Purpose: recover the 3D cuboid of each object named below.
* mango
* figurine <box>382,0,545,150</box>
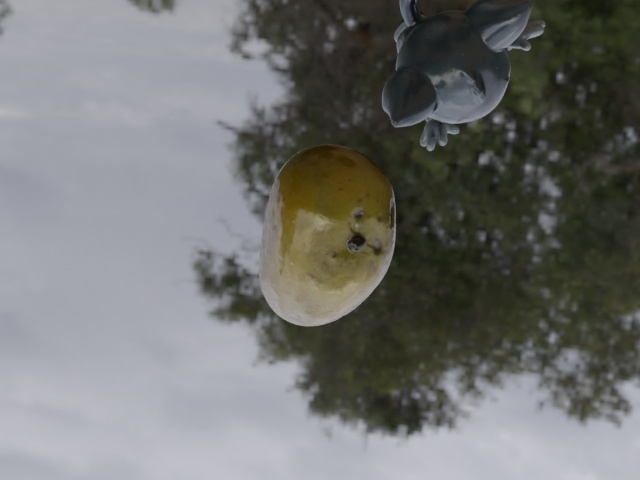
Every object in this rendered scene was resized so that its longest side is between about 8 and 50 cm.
[{"bbox_3d":[0.000,0.000,1.155,0.098,0.137,0.195,-1,159,-19],"label":"mango"},{"bbox_3d":[0.146,-0.216,1.514,0.140,0.193,0.265,49,-167,-38],"label":"figurine"}]
